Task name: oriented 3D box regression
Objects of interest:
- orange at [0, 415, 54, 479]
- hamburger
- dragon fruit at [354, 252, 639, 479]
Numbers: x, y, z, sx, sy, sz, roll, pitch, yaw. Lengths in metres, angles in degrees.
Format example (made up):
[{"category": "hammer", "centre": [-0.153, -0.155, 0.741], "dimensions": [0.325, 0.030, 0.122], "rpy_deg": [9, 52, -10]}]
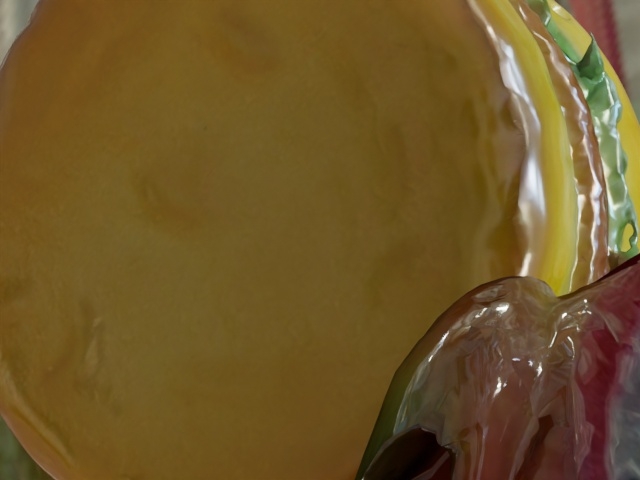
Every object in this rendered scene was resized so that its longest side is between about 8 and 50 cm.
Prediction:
[{"category": "orange", "centre": [-0.085, 0.130, 0.911], "dimensions": [0.368, 0.271, 0.210], "rpy_deg": [-22, -156, 19]}, {"category": "hamburger", "centre": [0.001, -0.001, 0.679], "dimensions": [0.246, 0.170, 0.246], "rpy_deg": [-5, -100, 31]}, {"category": "dragon fruit", "centre": [0.089, 0.163, 0.461], "dimensions": [0.226, 0.305, 0.305], "rpy_deg": [-45, -133, 36]}]
